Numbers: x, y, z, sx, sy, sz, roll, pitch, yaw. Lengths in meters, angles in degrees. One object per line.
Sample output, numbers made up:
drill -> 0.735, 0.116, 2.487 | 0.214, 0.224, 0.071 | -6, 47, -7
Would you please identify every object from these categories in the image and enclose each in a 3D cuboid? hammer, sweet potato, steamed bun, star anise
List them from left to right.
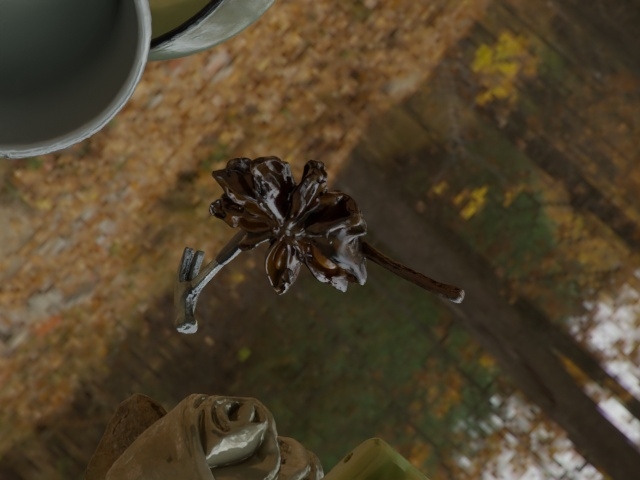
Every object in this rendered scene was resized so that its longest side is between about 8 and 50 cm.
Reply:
sweet potato -> -0.190, 0.323, 1.681 | 0.158, 0.158, 0.370 | -47, 153, -20
hammer -> -0.109, 0.010, 1.637 | 0.246, 0.029, 0.103 | -45, -141, 43
steamed bun -> -0.091, 0.237, 1.452 | 0.211, 0.218, 0.144 | -11, 126, -60
star anise -> 0.001, 0.003, 1.258 | 0.073, 0.234, 0.177 | -51, -173, -33

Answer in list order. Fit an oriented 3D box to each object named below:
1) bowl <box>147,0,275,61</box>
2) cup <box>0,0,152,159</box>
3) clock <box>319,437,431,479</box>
bowl -> -0.142, -0.336, 1.396 | 0.354, 0.354, 0.185 | -49, 155, 14
cup -> -0.288, -0.251, 1.162 | 0.227, 0.301, 0.257 | -29, -147, 3
clock -> -0.007, 0.284, 0.980 | 0.235, 0.096, 0.308 | -45, -171, 12
